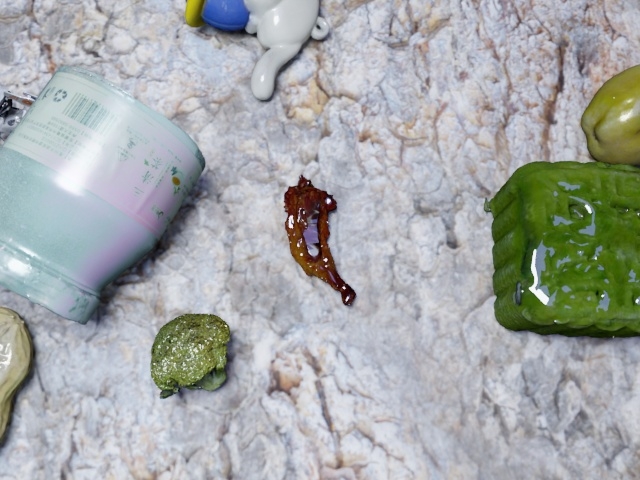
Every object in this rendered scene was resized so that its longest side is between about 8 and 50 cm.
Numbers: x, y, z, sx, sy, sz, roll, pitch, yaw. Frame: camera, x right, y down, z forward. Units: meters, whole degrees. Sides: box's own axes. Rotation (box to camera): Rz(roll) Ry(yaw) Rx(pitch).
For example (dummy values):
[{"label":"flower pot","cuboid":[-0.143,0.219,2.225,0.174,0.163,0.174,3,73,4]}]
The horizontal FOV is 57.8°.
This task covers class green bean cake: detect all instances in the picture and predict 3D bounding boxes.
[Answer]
[{"label":"green bean cake","cuboid":[0.388,0.015,0.858,0.247,0.156,0.250,5,75,-2]}]

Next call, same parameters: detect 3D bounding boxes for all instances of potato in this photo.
[{"label":"potato","cuboid":[0.520,-0.201,0.927,0.200,0.137,0.154,-15,77,-7]}]

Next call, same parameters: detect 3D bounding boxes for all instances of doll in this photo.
[{"label":"doll","cuboid":[-0.088,-0.432,0.957,0.242,0.159,0.311,37,74,9]}]

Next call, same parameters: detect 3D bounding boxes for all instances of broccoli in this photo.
[{"label":"broccoli","cuboid":[-0.181,0.162,0.825,0.130,0.131,0.120,-38,120,-13]}]

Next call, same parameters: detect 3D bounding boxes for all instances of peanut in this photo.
[{"label":"peanut","cuboid":[-0.466,0.201,0.815,0.098,0.090,0.214,13,78,-9]}]

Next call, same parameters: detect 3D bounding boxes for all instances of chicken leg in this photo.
[{"label":"chicken leg","cuboid":[-0.007,0.000,0.903,0.089,0.048,0.219,-12,76,-2]}]

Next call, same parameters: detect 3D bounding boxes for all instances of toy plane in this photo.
[{"label":"toy plane","cuboid":[-0.463,-0.181,0.889,0.078,0.197,0.053,17,72,-36]}]

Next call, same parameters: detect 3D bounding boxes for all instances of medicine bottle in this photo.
[{"label":"medicine bottle","cuboid":[-0.336,-0.055,0.810,0.245,0.245,0.290,28,78,5]}]
